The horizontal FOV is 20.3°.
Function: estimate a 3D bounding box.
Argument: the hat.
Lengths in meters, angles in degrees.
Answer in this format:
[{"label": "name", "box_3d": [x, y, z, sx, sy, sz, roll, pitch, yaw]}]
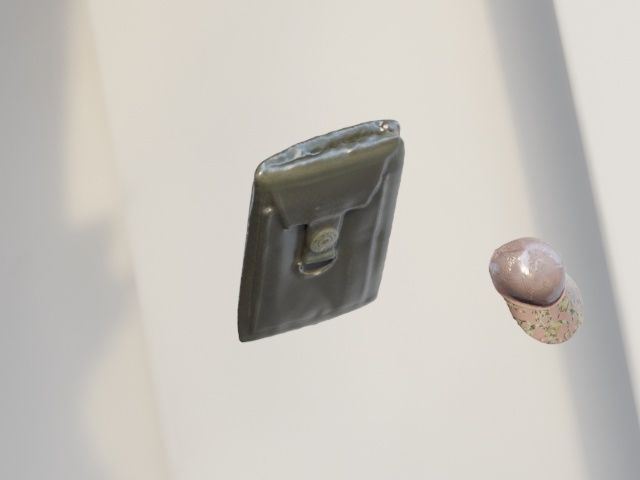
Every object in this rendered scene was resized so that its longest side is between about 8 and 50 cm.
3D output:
[{"label": "hat", "box_3d": [0.158, 0.031, 1.243, 0.058, 0.087, 0.042, -53, 15, -27]}]

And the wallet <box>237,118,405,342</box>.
[{"label": "wallet", "box_3d": [0.000, 0.000, 1.729, 0.168, 0.052, 0.245, -20, -40, -25]}]
